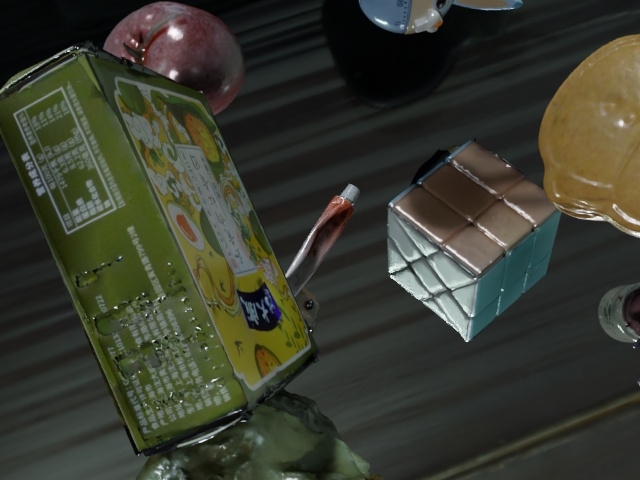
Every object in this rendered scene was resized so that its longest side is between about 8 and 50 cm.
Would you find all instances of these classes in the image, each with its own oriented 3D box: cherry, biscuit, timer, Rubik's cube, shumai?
[{"bbox_3d":[-0.253,-0.294,1.537,0.285,0.236,0.213,2,-73,-66],"label":"cherry"},{"bbox_3d":[0.480,-0.151,1.251,0.351,0.312,0.057,26,180,34],"label":"biscuit"},{"bbox_3d":[0.174,-0.373,1.352,0.175,0.255,0.175,22,-90,-84],"label":"timer"},{"bbox_3d":[0.273,-0.002,1.642,0.221,0.224,0.231,41,156,28],"label":"Rubik's cube"},{"bbox_3d":[-0.045,0.405,1.248,0.348,0.395,0.395,19,145,24],"label":"shumai"}]

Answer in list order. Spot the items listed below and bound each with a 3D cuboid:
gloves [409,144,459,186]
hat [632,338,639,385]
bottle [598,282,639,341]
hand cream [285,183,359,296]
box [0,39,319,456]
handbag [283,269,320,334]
[{"bbox_3d":[0.256,-0.077,1.964,0.152,0.301,0.197,28,159,11],"label":"gloves"},{"bbox_3d":[0.585,0.191,1.456,0.129,0.140,0.227,56,158,16],"label":"hat"},{"bbox_3d":[0.572,0.130,1.611,0.233,0.110,0.110,39,-149,-83],"label":"bottle"},{"bbox_3d":[-0.002,-0.001,1.393,0.052,0.216,0.038,44,156,-29],"label":"hand cream"},{"bbox_3d":[-0.170,0.005,1.074,0.420,0.138,0.373,66,-170,3],"label":"box"},{"bbox_3d":[-0.175,0.100,1.618,0.302,0.283,0.149,39,-116,-52],"label":"handbag"}]
